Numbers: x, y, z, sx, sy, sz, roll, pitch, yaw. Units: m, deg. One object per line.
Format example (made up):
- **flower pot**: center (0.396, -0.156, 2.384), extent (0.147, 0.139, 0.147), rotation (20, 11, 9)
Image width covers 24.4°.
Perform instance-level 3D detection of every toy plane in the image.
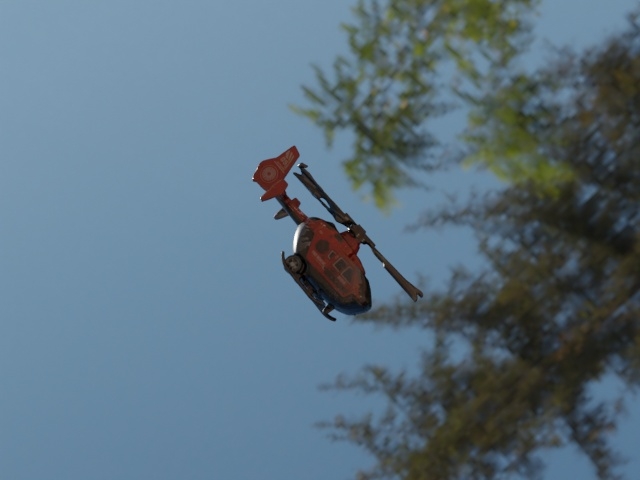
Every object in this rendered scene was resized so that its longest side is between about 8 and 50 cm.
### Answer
- **toy plane**: center (0.000, 0.000, 0.964), extent (0.145, 0.060, 0.037), rotation (51, 179, 24)
